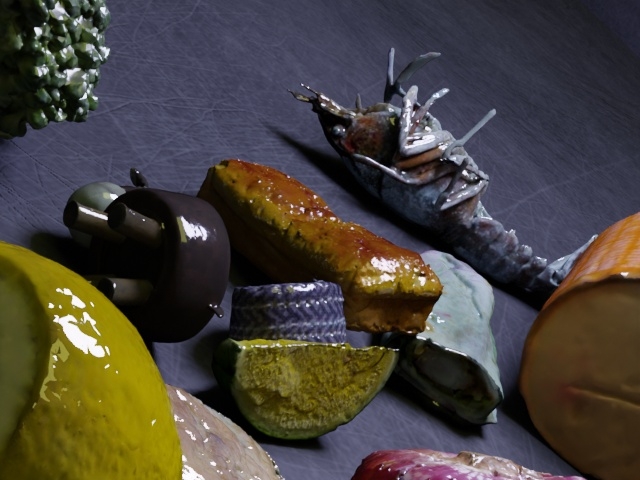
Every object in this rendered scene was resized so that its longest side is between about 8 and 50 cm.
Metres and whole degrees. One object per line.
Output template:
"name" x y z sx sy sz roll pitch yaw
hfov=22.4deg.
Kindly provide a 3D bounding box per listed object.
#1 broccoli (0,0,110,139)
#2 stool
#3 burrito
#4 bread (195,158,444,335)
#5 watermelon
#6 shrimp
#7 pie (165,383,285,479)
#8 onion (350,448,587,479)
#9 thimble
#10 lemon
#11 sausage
"broccoli" -0.314 -0.244 1.381 0.272 0.324 0.334 4 -9 -18
"stool" -0.159 0.004 1.341 0.121 0.125 0.217 12 23 -40
"burrito" 0.126 0.085 1.625 0.144 0.089 0.229 34 25 -14
"bread" 0.000 0.002 1.555 0.139 0.077 0.271 6 21 -41
"watermelon" -0.030 0.111 1.356 0.181 0.092 0.075 2 25 -40
"shrimp" 0.151 -0.073 1.893 0.410 0.166 0.221 47 -12 -7
"pie" -0.073 0.179 1.144 0.185 0.052 0.218 51 7 34
"onion" 0.126 0.246 1.243 0.230 0.163 0.230 5 -5 1
"thimble" -0.034 0.067 1.410 0.104 0.066 0.095 -1 -3 -39
"lemon" -0.191 0.132 0.913 0.240 0.240 0.219 56 -1 40
"sausage" 0.353 0.106 1.716 0.233 0.233 0.287 38 23 6
